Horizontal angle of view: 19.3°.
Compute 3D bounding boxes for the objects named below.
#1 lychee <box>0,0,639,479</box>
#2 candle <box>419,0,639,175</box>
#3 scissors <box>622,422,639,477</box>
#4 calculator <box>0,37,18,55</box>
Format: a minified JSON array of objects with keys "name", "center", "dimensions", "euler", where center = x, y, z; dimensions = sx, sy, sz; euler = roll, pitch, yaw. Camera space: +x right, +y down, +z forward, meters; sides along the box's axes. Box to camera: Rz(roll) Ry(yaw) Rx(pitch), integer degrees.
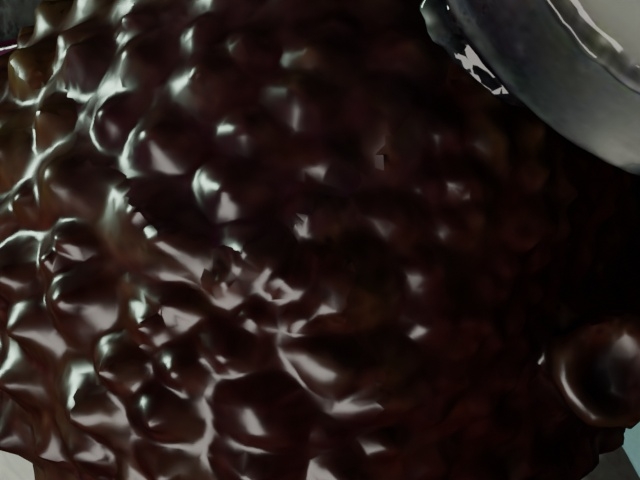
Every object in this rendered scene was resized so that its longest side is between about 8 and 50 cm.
[{"name":"lychee","center":[0.000,0.000,0.724],"dimensions":[0.330,0.306,0.306],"euler":[23,144,37]},{"name":"candle","center":[0.165,-0.148,0.487],"dimensions":[0.187,0.187,0.330],"euler":[43,147,-4]},{"name":"scissors","center":[0.121,0.045,0.907],"dimensions":[0.360,0.029,0.191],"euler":[32,143,17]},{"name":"calculator","center":[-0.182,-0.057,1.091],"dimensions":[0.190,0.034,0.126],"euler":[-7,124,43]}]
